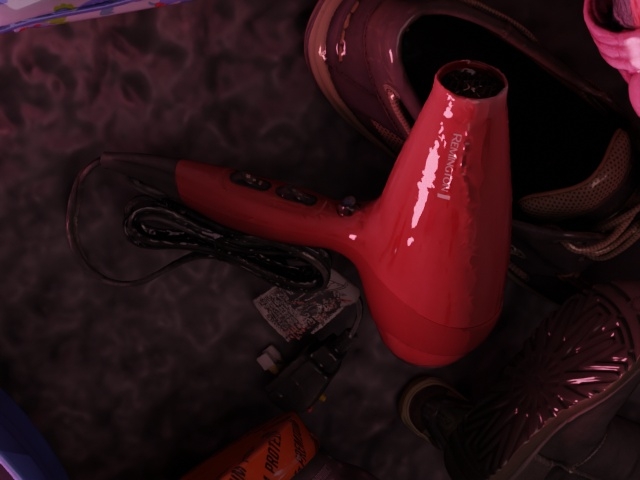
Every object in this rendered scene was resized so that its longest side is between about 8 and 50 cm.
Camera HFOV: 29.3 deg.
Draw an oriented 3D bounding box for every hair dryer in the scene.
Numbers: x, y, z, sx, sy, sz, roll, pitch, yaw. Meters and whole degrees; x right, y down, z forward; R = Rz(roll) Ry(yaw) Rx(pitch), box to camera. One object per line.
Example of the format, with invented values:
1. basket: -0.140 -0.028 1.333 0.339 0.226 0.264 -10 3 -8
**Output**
1. hair dryer: 0.000 0.000 0.689 0.224 0.080 0.293 38 128 -23

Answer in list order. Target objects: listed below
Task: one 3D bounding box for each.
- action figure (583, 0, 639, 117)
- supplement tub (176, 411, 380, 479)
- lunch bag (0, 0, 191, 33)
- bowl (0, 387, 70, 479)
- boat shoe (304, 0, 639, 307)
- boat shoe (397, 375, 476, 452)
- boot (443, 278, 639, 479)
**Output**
1. action figure: 0.245 -0.096 0.630 0.370 0.276 0.248 29 75 -26
2. supplement tub: 0.012 0.277 0.754 0.194 0.193 0.316 -35 91 -1
3. lunch bag: -0.122 -0.210 0.656 0.219 0.090 0.176 -11 105 -11
4. bowl: -0.315 0.204 0.700 0.391 0.077 0.391 1 110 2
5. boat shoe: 0.143 -0.034 0.753 0.355 0.130 0.132 32 98 -21
6. boat shoe: 0.120 0.148 0.849 0.152 0.049 0.056 30 95 -22
7. boot: 0.201 0.127 0.803 0.208 0.076 0.189 29 117 -34
